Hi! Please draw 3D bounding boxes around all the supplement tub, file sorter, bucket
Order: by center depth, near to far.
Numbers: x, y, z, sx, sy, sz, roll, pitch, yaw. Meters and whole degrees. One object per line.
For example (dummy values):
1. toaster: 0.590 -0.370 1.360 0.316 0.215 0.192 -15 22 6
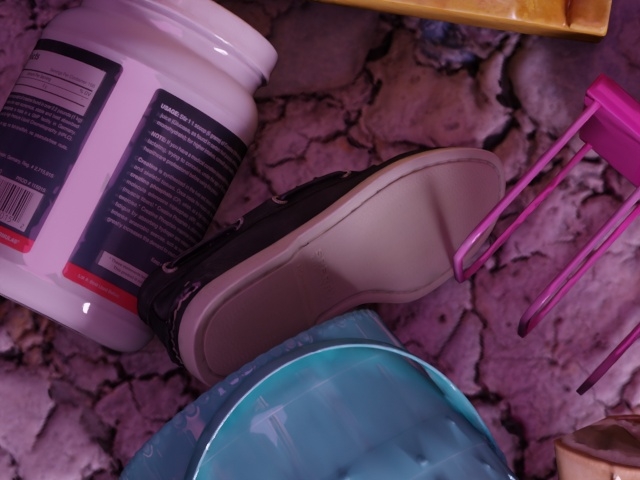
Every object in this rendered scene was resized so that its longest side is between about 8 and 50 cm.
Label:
1. bucket: -0.004 0.192 1.382 0.281 0.281 0.183 -35 76 -2
2. file sorter: 0.263 0.050 1.416 0.291 0.202 0.182 42 89 9
3. supplement tub: -0.167 -0.065 1.468 0.191 0.191 0.272 26 83 8

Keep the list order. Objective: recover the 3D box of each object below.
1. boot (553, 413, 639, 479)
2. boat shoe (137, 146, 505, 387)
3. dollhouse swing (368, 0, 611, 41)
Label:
1. boot: 0.190 0.248 1.360 0.236 0.089 0.269 0 123 9
2. boat shoe: 0.000 0.004 1.452 0.340 0.127 0.113 -33 38 -30
3. dollhouse swing: 0.078 -0.332 1.461 0.347 0.315 0.305 10 95 6
